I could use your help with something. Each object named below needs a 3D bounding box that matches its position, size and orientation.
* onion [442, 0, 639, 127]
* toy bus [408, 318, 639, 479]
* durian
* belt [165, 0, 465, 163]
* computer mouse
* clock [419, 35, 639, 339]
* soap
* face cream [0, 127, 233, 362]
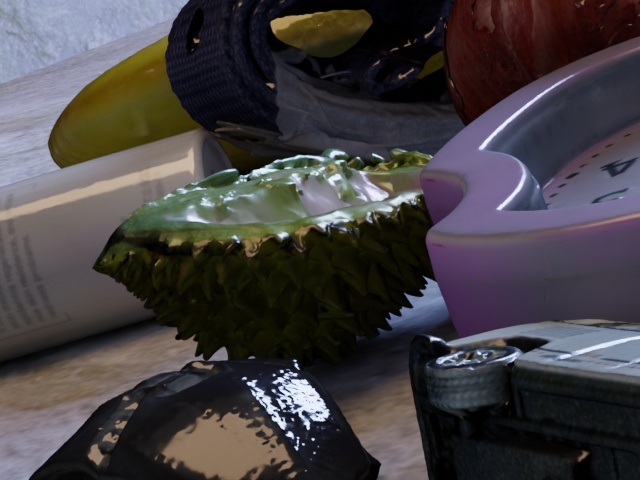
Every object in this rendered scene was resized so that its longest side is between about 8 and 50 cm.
[{"bbox_3d":[0.149,-0.071,0.948,0.184,0.184,0.147,-14,54,21],"label":"onion"},{"bbox_3d":[0.103,0.065,0.531,0.089,0.087,0.194,-14,7,-26],"label":"toy bus"},{"bbox_3d":[0.004,0.009,0.922,0.137,0.095,0.220,8,24,30],"label":"durian"},{"bbox_3d":[0.028,-0.105,1.179,0.230,0.140,0.126,4,-4,-23],"label":"belt"},{"bbox_3d":[-0.049,0.078,0.757,0.106,0.062,0.192,-24,14,-25],"label":"computer mouse"},{"bbox_3d":[0.203,-0.022,0.731,0.338,0.102,0.338,-18,13,4],"label":"clock"},{"bbox_3d":[0.016,-0.125,1.391,0.427,0.115,0.306,-19,1,-10],"label":"soap"},{"bbox_3d":[-0.213,0.029,1.147,0.345,0.102,0.102,-15,12,11],"label":"face cream"}]
